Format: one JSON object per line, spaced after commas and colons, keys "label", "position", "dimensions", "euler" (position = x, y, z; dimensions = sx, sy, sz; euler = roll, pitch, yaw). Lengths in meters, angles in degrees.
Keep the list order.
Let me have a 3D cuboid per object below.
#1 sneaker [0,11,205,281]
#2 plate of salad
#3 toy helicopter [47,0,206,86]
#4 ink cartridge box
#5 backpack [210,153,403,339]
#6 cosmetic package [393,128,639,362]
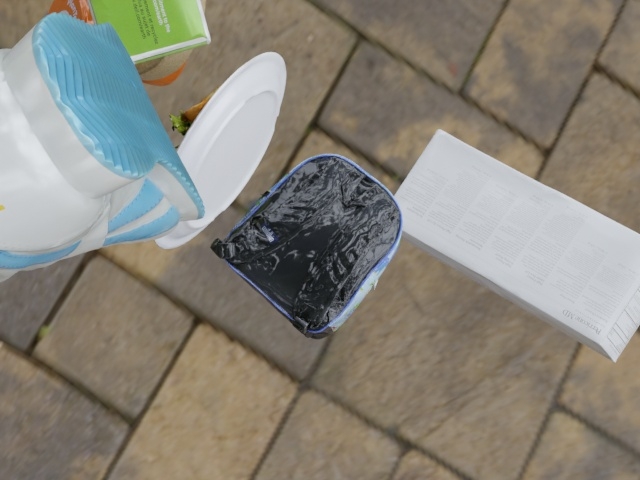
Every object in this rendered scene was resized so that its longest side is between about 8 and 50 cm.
{"label": "sneaker", "position": [-0.108, -0.031, 0.616], "dimensions": [0.092, 0.228, 0.087], "euler": [-28, 85, 5]}
{"label": "plate of salad", "position": [-0.095, -0.083, 1.389], "dimensions": [0.048, 0.200, 0.200], "euler": [31, 66, 13]}
{"label": "toy helicopter", "position": [-0.171, -0.346, 1.665], "dimensions": [0.140, 0.235, 0.355], "euler": [10, 75, -39]}
{"label": "ink cartridge box", "position": [-0.145, -0.172, 1.423], "dimensions": [0.097, 0.189, 0.255], "euler": [-17, 101, -3]}
{"label": "backpack", "position": [0.000, 0.000, 1.118], "dimensions": [0.105, 0.084, 0.114], "euler": [41, 89, 8]}
{"label": "cosmetic package", "position": [0.175, 0.002, 1.353], "dimensions": [0.239, 0.060, 0.099], "euler": [32, 83, 31]}
